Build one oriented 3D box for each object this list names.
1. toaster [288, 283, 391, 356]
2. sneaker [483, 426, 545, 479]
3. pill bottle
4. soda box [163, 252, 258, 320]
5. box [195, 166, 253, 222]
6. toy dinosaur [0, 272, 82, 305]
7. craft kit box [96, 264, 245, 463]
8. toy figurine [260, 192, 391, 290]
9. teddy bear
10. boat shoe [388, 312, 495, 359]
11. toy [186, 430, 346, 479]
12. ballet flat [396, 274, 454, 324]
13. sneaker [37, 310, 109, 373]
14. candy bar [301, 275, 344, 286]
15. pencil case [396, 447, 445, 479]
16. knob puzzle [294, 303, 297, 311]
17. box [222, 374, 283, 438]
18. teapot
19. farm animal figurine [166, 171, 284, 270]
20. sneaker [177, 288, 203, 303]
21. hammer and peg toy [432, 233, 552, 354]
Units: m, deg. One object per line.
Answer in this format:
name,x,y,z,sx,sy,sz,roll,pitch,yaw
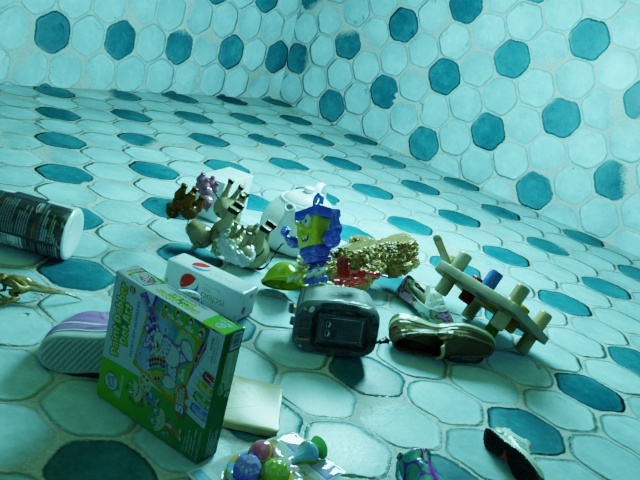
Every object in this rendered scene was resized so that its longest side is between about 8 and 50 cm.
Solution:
toaster,0.041,0.175,1.781,0.227,0.129,0.146,6,18,-5
sneaker,0.385,0.406,1.512,0.075,0.057,0.161,-3,23,-28
pill bottle,-0.693,-0.046,1.848,0.246,0.130,0.130,16,19,1
soda box,-0.256,0.106,1.838,0.216,0.073,0.069,23,21,20
box,-0.294,-0.140,2.402,0.091,0.130,0.170,21,20,19
toy dinosaur,-0.608,0.093,1.633,0.212,0.064,0.112,15,18,-1
craft kit box,-0.256,0.202,1.314,0.247,0.249,0.061,26,24,30
toy figurine,0.000,0.000,1.885,0.191,0.217,0.363,4,-10,-29
teddy bear,0.103,0.063,2.163,0.338,0.113,0.245,-13,20,-27
boat shoe,0.284,0.246,1.854,0.258,0.095,0.095,9,33,0
toy,-0.081,0.363,1.291,0.237,0.056,0.137,-6,27,-46
ballet flat,0.279,0.156,2.089,0.077,0.079,0.221,1,24,-33
sneaker,-0.365,0.187,1.490,0.282,0.102,0.161,11,16,-3
candy bar,-0.002,0.113,2.049,0.162,0.040,0.018,12,46,4
pencil case,0.184,0.413,1.328,0.065,0.070,0.151,7,22,-22
knob puzzle,0.047,0.166,1.965,0.213,0.030,0.213,13,19,-5
box,-0.172,0.294,1.465,0.201,0.021,0.164,13,19,-4
teapot,-0.051,-0.072,2.311,0.253,0.187,0.256,4,21,-29
farm animal figurine,-0.257,-0.030,2.104,0.327,0.172,0.330,35,17,17
sneaker,-0.349,0.129,1.721,0.191,0.071,0.083,2,18,-34
hammer and peg toy,0.397,0.134,2.029,0.361,0.127,0.266,33,-4,40
